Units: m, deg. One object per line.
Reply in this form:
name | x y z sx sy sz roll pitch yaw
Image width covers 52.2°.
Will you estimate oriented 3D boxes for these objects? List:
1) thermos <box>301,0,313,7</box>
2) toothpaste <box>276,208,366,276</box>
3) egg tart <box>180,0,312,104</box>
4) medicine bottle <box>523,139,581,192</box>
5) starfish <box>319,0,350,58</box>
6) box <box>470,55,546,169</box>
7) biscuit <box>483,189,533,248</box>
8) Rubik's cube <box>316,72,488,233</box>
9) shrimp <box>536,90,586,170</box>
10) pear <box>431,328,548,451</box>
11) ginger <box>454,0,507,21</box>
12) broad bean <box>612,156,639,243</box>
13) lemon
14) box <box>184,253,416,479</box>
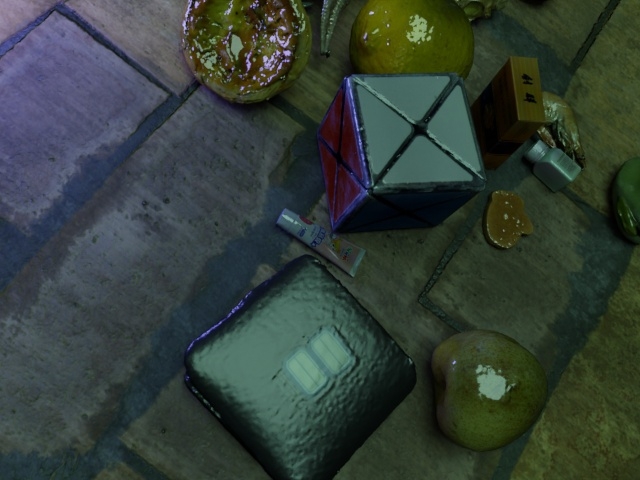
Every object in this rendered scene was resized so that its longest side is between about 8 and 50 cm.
thermos | -0.062 -0.611 1.486 0.264 0.146 0.177 -20 109 -15
toothpaste | 0.000 0.000 1.352 0.194 0.043 0.067 30 65 -9
egg tart | -0.154 -0.430 1.382 0.290 0.115 0.291 3 102 12
medicine bottle | 0.533 -0.176 1.516 0.118 0.074 0.055 42 69 3
starfish | 0.103 -0.606 1.389 0.132 0.398 0.384 36 75 15
box | 0.399 -0.273 1.429 0.070 0.237 0.152 1 72 -8
biscuit | 0.424 -0.042 1.475 0.118 0.023 0.140 24 68 -5
Rubik's cube | 0.153 -0.173 1.331 0.260 0.259 0.255 -3 75 -18
shrimp | 0.563 -0.260 1.551 0.132 0.053 0.236 1 63 -30
pear | 0.324 0.285 1.255 0.211 0.188 0.229 0 72 -6
ginger | 0.354 -0.614 1.599 0.216 0.102 0.157 -1 67 -17
broad bean | 0.759 -0.098 1.541 0.169 0.100 0.228 43 56 -6
lemon | 0.204 -0.421 1.419 0.310 0.253 0.254 -1 72 -36
box | -0.034 0.248 1.236 0.350 0.091 0.359 -42 86 -21
